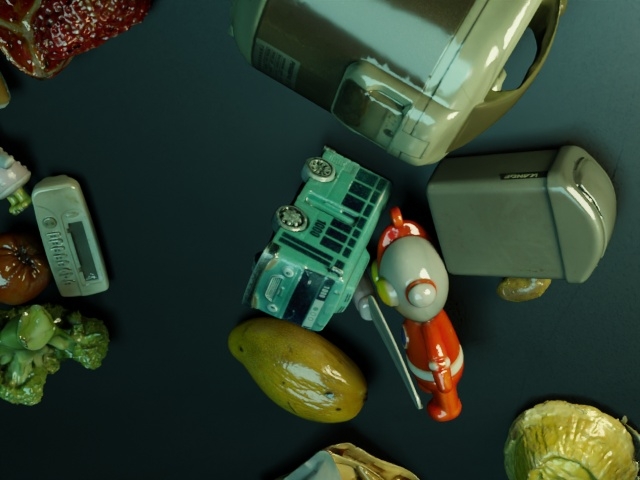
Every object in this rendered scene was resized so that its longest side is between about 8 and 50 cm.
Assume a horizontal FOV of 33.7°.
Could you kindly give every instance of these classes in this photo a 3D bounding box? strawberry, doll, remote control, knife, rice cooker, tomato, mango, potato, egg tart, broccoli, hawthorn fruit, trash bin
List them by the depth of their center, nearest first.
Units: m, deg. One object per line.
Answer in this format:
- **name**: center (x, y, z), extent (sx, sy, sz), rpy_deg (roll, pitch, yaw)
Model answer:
- **rice cooker**: center (0.100, -0.267, 1.169), extent (0.325, 0.335, 0.335), rpy_deg (32, 133, 2)
- **trash bin**: center (0.276, -0.034, 1.424), extent (0.236, 0.101, 0.177), rpy_deg (1, 127, 29)
- **strawberry**: center (-0.315, -0.315, 1.452), extent (0.188, 0.082, 0.121), rpy_deg (-44, 111, 5)
- **knife**: center (0.083, 0.106, 1.501), extent (0.043, 0.336, 0.081), rpy_deg (-21, 127, -7)
- **potato**: center (0.296, 0.065, 1.524), extent (0.092, 0.045, 0.046), rpy_deg (-33, 71, 37)
- **doll**: center (0.142, 0.101, 1.538), extent (0.105, 0.200, 0.337), rpy_deg (-14, 118, 1)
- **tomato**: center (-0.410, -0.321, 1.546), extent (0.155, 0.069, 0.156), rpy_deg (15, 130, 19)
- **egg tart**: center (0.394, 0.362, 1.681), extent (0.232, 0.098, 0.252), rpy_deg (39, 129, -11)
- **doll**: center (-0.551, -0.134, 1.752), extent (0.129, 0.081, 0.207), rpy_deg (-13, 119, 53)
- **mango**: center (-0.043, 0.216, 1.763), extent (0.262, 0.109, 0.157), rpy_deg (23, 136, 10)
- **remote control**: center (-0.428, -0.006, 1.810), extent (0.090, 0.049, 0.230), rpy_deg (-10, 125, -4)
- **hawthorn fruit**: center (-0.546, 0.052, 1.865), extent (0.133, 0.133, 0.138), rpy_deg (42, 140, -10)
- **broccoli**: center (-0.505, 0.204, 1.890), extent (0.302, 0.254, 0.186), rpy_deg (0, 86, 43)

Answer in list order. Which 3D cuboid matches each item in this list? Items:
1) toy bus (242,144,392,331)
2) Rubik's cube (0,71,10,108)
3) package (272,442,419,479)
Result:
- **toy bus**: center (0.000, 0.000, 1.475), extent (0.147, 0.256, 0.128), rpy_deg (26, 133, 1)
- **Rubik's cube**: center (-0.609, -0.249, 1.660), extent (0.254, 0.254, 0.254), rpy_deg (13, 130, 16)
- **package**: center (0.002, 0.478, 1.943), extent (0.311, 0.221, 0.165), rpy_deg (-47, 58, 44)
